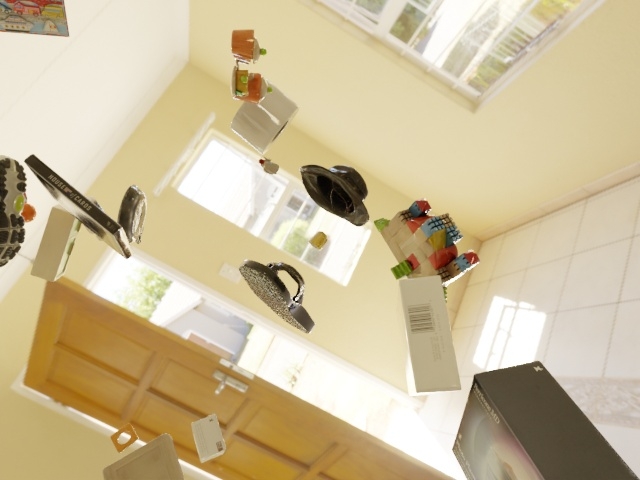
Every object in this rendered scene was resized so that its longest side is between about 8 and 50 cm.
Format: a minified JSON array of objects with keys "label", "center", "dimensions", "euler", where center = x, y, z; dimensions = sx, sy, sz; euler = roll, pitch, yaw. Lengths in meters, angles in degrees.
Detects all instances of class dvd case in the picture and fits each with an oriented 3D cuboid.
[{"label":"dvd case","center":[-0.517,-0.066,0.982],"dimensions":[0.029,0.238,0.179],"euler":[-51,-2,-23]}]

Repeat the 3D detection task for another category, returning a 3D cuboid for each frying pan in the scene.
[{"label":"frying pan","center":[-0.606,-0.033,1.459],"dimensions":[0.326,0.053,0.197],"euler":[107,170,-45]}]

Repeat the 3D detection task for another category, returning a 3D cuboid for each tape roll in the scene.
[{"label":"tape roll","center":[-0.221,-0.490,1.790],"dimensions":[0.246,0.169,0.246],"euler":[-49,9,11]}]

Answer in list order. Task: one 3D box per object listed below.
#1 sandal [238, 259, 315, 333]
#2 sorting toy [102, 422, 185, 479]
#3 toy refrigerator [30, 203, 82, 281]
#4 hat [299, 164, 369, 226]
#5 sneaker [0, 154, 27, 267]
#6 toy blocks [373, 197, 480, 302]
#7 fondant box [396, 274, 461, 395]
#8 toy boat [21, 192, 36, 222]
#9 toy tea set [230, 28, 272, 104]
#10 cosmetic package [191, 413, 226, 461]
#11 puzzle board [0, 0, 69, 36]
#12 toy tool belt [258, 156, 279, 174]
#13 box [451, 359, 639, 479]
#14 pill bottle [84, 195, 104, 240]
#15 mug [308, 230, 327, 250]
[{"label":"sandal","center":[-0.109,0.142,1.299],"dimensions":[0.107,0.167,0.446],"euler":[-57,-25,-18]},{"label":"sorting toy","center":[-0.485,0.664,1.248],"dimensions":[0.196,0.348,0.047],"euler":[-24,-40,-17]},{"label":"toy refrigerator","center":[-0.962,0.007,1.659],"dimensions":[0.102,0.094,0.270],"euler":[-123,55,-74]},{"label":"hat","center":[0.081,-0.207,1.692],"dimensions":[0.134,0.331,0.331],"euler":[-50,4,-17]},{"label":"sneaker","center":[-0.778,-0.064,1.069],"dimensions":[0.107,0.118,0.279],"euler":[18,-99,-65]},{"label":"toy blocks","center":[0.366,0.013,1.531],"dimensions":[0.190,0.381,0.261],"euler":[-17,-22,-31]},{"label":"fondant box","center":[0.246,0.243,1.076],"dimensions":[0.330,0.096,0.238],"euler":[65,-161,-68]},{"label":"toy boat","center":[-0.919,-0.087,1.321],"dimensions":[0.231,0.151,0.151],"euler":[-109,29,-60]},{"label":"toy tea set","center":[-0.194,-0.505,1.315],"dimensions":[0.336,0.124,0.200],"euler":[-119,33,-72]},{"label":"cosmetic package","center":[-0.369,0.653,1.475],"dimensions":[0.085,0.117,0.231],"euler":[-17,-24,-20]},{"label":"puzzle board","center":[-0.542,-0.427,0.830],"dimensions":[0.096,0.128,0.011],"euler":[111,145,-46]},{"label":"toy tool belt","center":[-0.190,-0.269,1.607],"dimensions":[0.052,0.083,0.051],"euler":[-59,28,6]},{"label":"box","center":[0.445,0.476,0.963],"dimensions":[0.296,0.182,0.294],"euler":[-115,22,-54]},{"label":"pill bottle","center":[-0.645,-0.060,1.285],"dimensions":[0.067,0.120,0.067],"euler":[-15,33,10]},{"label":"mug","center":[-0.001,0.000,1.765],"dimensions":[0.064,0.078,0.062],"euler":[-51,-29,-10]}]
